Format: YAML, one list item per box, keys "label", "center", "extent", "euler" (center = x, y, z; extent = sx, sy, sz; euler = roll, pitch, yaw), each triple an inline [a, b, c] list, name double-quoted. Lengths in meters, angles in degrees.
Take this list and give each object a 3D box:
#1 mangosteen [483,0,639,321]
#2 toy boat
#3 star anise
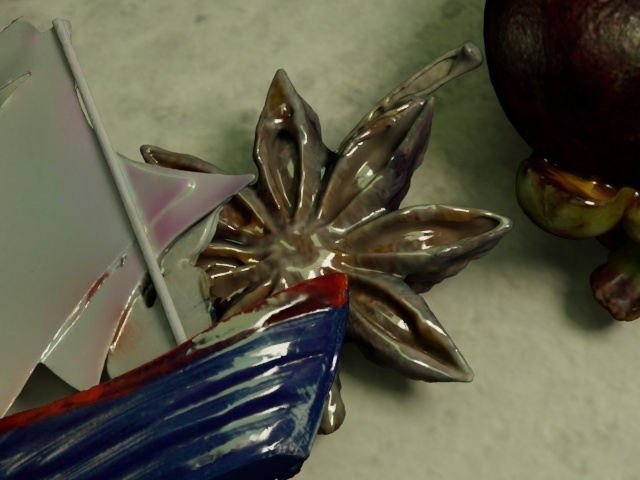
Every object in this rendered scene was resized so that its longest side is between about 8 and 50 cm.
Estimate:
- label: "mangosteen"
  center: [0.191, -0.085, 0.856]
  extent: [0.228, 0.228, 0.265]
  euler: [12, 87, 5]
- label: "toy boat"
  center: [-0.134, 0.025, 0.797]
  extent: [0.219, 0.072, 0.318]
  euler: [-46, 62, -6]
- label: "star anise"
  center: [0.001, 0.000, 0.855]
  extent: [0.230, 0.081, 0.262]
  euler: [31, 73, 26]
